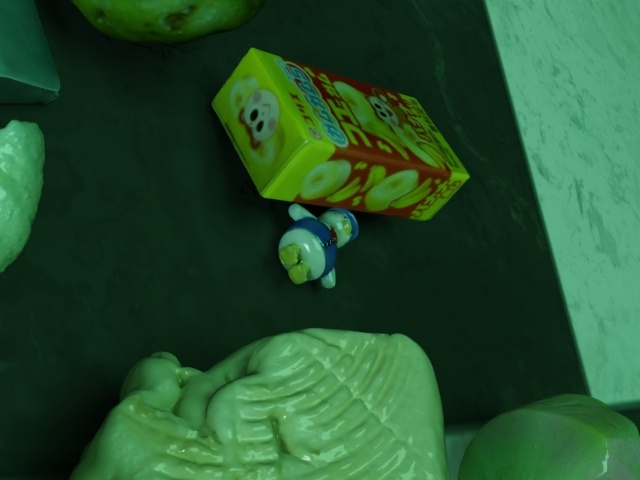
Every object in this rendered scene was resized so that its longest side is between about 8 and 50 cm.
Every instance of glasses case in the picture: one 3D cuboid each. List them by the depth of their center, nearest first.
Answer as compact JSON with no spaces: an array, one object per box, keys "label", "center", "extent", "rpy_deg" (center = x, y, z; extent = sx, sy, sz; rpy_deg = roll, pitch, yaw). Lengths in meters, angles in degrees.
[{"label":"glasses case","center":[-0.294,-0.245,0.702],"extent":[0.105,0.056,0.266],"rpy_deg":[-12,81,-49]}]

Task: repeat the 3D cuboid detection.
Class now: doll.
[{"label":"doll","center":[0.000,0.000,0.904],"extent":[0.143,0.057,0.099],"rpy_deg":[-38,108,-55]}]

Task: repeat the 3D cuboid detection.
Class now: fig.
[{"label":"fig","center":[-0.136,-0.282,0.824],"extent":[0.206,0.206,0.275],"rpy_deg":[59,12,-7]}]

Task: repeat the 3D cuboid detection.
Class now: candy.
[{"label":"candy","center":[0.028,-0.108,0.930],"extent":[0.276,0.088,0.146],"rpy_deg":[7,46,-45]}]

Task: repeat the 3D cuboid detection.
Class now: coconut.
[{"label":"coconut","center":[0.263,0.280,0.939],"extent":[0.204,0.236,0.236],"rpy_deg":[41,32,26]}]

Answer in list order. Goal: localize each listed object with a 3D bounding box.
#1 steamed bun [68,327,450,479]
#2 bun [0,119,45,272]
[{"label":"steamed bun","center":[-0.047,0.203,0.641],"extent":[0.276,0.203,0.289],"rpy_deg":[22,50,-8]},{"label":"bun","center":[-0.287,-0.043,0.553],"extent":[0.204,0.126,0.212],"rpy_deg":[-20,80,-24]}]
